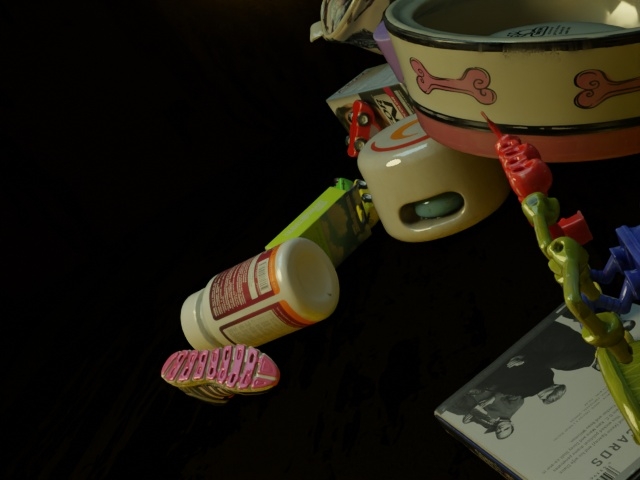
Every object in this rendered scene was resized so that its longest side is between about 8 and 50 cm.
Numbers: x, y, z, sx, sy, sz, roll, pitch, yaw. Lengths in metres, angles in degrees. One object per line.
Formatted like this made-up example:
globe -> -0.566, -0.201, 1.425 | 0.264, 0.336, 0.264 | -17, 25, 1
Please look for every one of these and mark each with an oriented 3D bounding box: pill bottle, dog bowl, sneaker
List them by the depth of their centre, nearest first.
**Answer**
dog bowl -> 0.283, -0.221, 1.064 | 0.408, 0.150, 0.408 | -6, 26, 3
sneaker -> -0.121, 0.180, 1.154 | 0.170, 0.075, 0.063 | -4, 55, 26
pill bottle -> -0.091, 0.087, 1.263 | 0.221, 0.121, 0.121 | -25, 17, 35

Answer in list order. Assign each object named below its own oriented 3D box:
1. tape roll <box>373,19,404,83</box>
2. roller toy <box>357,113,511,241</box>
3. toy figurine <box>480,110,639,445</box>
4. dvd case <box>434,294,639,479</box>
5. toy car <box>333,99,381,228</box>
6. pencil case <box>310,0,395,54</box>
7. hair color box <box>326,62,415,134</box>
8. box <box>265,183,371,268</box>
tape roll -> 0.178, -0.318, 1.313 | 0.189, 0.080, 0.189 | -28, 24, 14
roller toy -> 0.158, -0.090, 1.216 | 0.191, 0.146, 0.209 | -32, 20, -19
toy figurine -> 0.255, -0.014, 0.571 | 0.217, 0.191, 0.362 | -26, 17, 12
dvd case -> 0.204, 0.117, 0.671 | 0.179, 0.029, 0.239 | -37, 15, -8
toy car -> 0.061, -0.097, 1.544 | 0.053, 0.239, 0.225 | 4, -23, -15
pencil case -> 0.188, -0.391, 1.672 | 0.183, 0.410, 0.160 | -33, 49, 48
hair color box -> 0.158, -0.216, 1.548 | 0.113, 0.185, 0.374 | -39, 14, -10
box -> 0.000, 0.000, 1.361 | 0.042, 0.109, 0.178 | 19, 51, 39
